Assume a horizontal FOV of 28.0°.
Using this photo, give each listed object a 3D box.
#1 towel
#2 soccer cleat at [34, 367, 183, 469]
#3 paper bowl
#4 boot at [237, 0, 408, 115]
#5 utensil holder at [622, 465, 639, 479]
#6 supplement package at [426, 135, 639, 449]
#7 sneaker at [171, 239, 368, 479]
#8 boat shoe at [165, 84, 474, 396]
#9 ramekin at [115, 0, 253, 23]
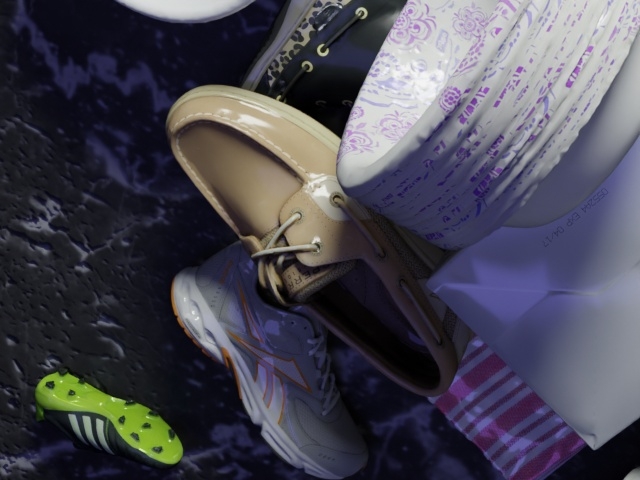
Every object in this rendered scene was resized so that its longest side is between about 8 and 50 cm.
[{"bbox_3d":[0.173,0.133,1.209,0.197,0.029,0.144,45,116,-2],"label":"towel"},{"bbox_3d":[-0.224,0.200,1.360,0.179,0.060,0.072,26,126,15],"label":"soccer cleat"},{"bbox_3d":[0.143,-0.124,0.925,0.148,0.284,0.284,30,118,-12],"label":"paper bowl"},{"bbox_3d":[0.026,-0.123,1.131,0.179,0.085,0.236,32,118,2],"label":"boot"},{"bbox_3d":[0.309,0.432,1.115,0.328,0.327,0.385,26,115,8],"label":"utensil holder"},{"bbox_3d":[0.260,0.002,1.063,0.204,0.145,0.262,45,118,-2],"label":"supplement package"},{"bbox_3d":[-0.025,0.112,1.234,0.121,0.099,0.262,-36,97,22],"label":"sneaker"},{"bbox_3d":[0.000,0.000,1.112,0.341,0.110,0.121,38,130,-10],"label":"boat shoe"},{"bbox_3d":[-0.097,-0.327,1.038,0.277,0.135,0.277,15,122,26],"label":"ramekin"}]
